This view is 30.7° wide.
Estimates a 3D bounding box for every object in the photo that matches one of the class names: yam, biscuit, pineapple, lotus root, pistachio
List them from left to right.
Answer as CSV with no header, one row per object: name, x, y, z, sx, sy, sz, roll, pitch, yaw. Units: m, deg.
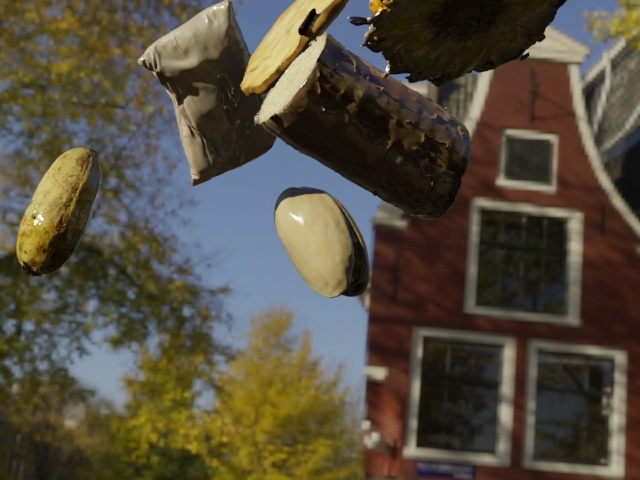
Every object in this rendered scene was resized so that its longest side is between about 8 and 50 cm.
lotus root,-0.477,-0.055,2.128,0.110,0.258,0.097,25,-16,-22
biscuit,-0.022,-0.303,1.627,0.041,0.260,0.203,40,9,-17
pistachio,0.000,0.000,1.941,0.135,0.226,0.136,-26,-25,-13
yam,0.056,-0.126,1.302,0.238,0.128,0.129,28,4,-22
pineapple,0.126,-0.218,1.068,0.221,0.047,0.221,-13,-28,-7

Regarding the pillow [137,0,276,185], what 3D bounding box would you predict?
pillow,-0.173,-0.228,1.839,0.173,0.067,0.270,-23,-58,-2
